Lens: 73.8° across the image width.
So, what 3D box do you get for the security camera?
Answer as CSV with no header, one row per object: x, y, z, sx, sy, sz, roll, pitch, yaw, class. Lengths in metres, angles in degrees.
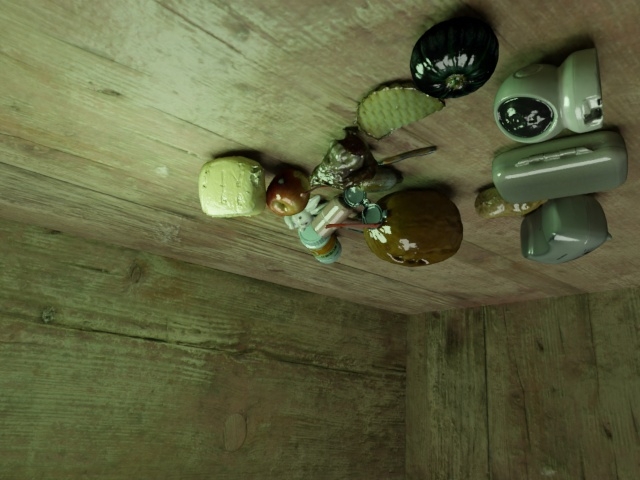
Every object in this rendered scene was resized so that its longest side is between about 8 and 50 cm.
0.550,-0.344,1.044,0.236,0.194,0.194,-3,160,35,security camera

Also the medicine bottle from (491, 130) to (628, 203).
0.770,-0.229,1.390,0.375,0.123,0.282,-9,155,32,medicine bottle

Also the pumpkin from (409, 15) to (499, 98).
0.305,-0.410,0.978,0.202,0.140,0.202,5,163,1,pumpkin

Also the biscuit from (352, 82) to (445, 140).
0.204,-0.382,1.231,0.187,0.036,0.274,22,155,-39,biscuit

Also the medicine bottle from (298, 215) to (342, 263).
0.000,0.000,2.170,0.158,0.158,0.318,-1,159,17,medicine bottle

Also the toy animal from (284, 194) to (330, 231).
-0.062,-0.116,1.917,0.104,0.130,0.221,34,146,-28,toy animal

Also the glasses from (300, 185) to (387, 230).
0.092,-0.135,1.559,0.268,0.234,0.118,-3,141,-46,glasses

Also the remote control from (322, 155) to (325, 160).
0.050,-0.261,1.618,0.088,0.029,0.190,5,161,1,remote control

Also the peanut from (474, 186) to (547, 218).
0.722,-0.150,1.626,0.253,0.122,0.137,-3,165,17,peanut

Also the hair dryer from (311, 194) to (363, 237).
0.141,-0.093,1.934,0.344,0.106,0.189,9,135,-42,hair dryer

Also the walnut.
0.367,-0.046,1.716,0.398,0.307,0.354,3,158,-19,walnut

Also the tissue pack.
0.977,-0.039,1.710,0.236,0.229,0.333,5,161,3,tissue pack

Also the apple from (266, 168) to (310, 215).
-0.120,-0.190,1.656,0.199,0.199,0.199,4,160,2,apple

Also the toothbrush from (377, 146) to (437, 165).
0.256,-0.286,1.508,0.321,0.023,0.031,-7,160,31,toothbrush

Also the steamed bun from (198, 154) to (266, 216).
-0.318,-0.202,1.613,0.273,0.232,0.166,-2,-174,18,steamed bun

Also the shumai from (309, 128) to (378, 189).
0.070,-0.282,1.423,0.218,0.184,0.185,8,128,27,shumai

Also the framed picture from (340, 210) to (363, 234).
0.268,-0.083,2.069,0.232,0.024,0.315,14,158,-20,framed picture

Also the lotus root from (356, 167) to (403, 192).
0.218,-0.224,1.578,0.192,0.088,0.113,-5,174,-19,lotus root
